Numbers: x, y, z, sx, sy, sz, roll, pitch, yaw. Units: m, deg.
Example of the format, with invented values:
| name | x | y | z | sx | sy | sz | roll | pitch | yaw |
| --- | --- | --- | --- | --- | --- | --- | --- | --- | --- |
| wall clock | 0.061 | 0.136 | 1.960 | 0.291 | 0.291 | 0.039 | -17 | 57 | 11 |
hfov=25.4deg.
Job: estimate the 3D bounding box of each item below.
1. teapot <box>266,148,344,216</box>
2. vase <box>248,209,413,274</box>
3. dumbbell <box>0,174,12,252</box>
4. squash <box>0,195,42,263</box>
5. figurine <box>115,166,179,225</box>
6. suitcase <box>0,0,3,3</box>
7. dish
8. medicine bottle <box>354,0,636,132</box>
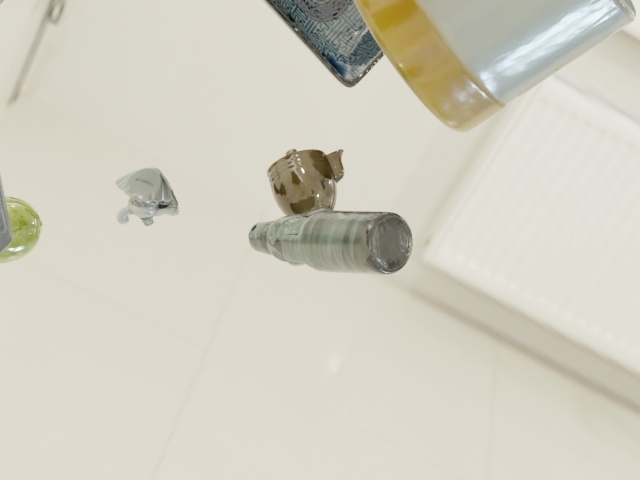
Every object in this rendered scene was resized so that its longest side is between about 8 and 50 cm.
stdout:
| name | x | y | z | sx | sy | sz | roll | pitch | yaw |
| --- | --- | --- | --- | --- | --- | --- | --- | --- | --- |
| teapot | -0.009 | -0.053 | 1.495 | 0.085 | 0.110 | 0.080 | -16 | 69 | -7 |
| vase | 0.000 | 0.000 | 1.362 | 0.060 | 0.059 | 0.211 | 6 | -2 | -37 |
| dumbbell | -0.473 | 0.001 | 1.461 | 0.156 | 0.316 | 0.143 | 42 | 41 | -42 |
| squash | -0.451 | 0.001 | 1.678 | 0.250 | 0.083 | 0.083 | -12 | 46 | -26 |
| figurine | -0.237 | -0.056 | 1.959 | 0.094 | 0.086 | 0.082 | 20 | 45 | 7 |
| suitcase | -0.275 | -0.292 | 1.031 | 0.128 | 0.312 | 0.202 | 5 | 80 | -15 |
| dish | 0.007 | -0.353 | 1.988 | 0.243 | 0.182 | 0.080 | 45 | -13 | -13 |
| medicine bottle | 0.181 | -0.271 | 1.522 | 0.238 | 0.232 | 0.238 | 50 | 19 | -24 |
